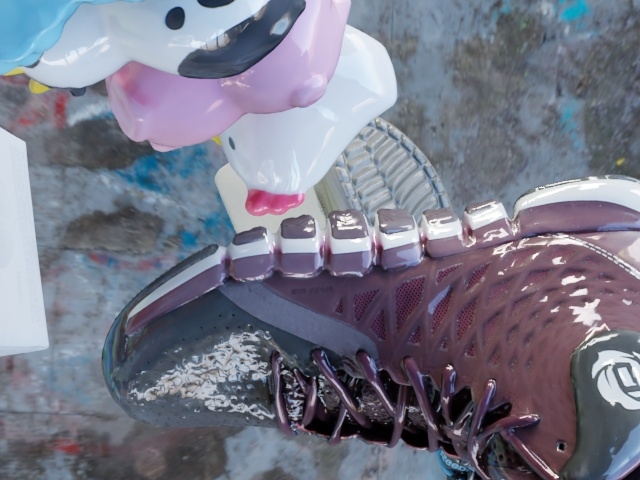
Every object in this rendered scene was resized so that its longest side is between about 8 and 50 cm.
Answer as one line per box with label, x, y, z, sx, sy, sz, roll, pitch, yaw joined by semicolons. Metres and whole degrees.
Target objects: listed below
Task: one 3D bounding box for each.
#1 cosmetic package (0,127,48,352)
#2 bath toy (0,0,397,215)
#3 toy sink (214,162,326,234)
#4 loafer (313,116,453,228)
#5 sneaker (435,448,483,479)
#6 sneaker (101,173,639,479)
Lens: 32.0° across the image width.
cosmetic package;-0.362;0.002;1.057;0.138;0.225;0.224;-8;84;2
bath toy;-0.063;-0.094;0.573;0.151;0.348;0.129;20;89;19
toy sink;0.000;0.000;1.313;0.153;0.131;0.234;-30;67;9
loafer;0.064;0.026;0.882;0.102;0.092;0.268;-37;102;-36
sneaker;0.184;0.216;1.040;0.139;0.125;0.341;-20;60;-33
sneaker;0.045;0.070;0.485;0.281;0.106;0.162;-15;50;0
